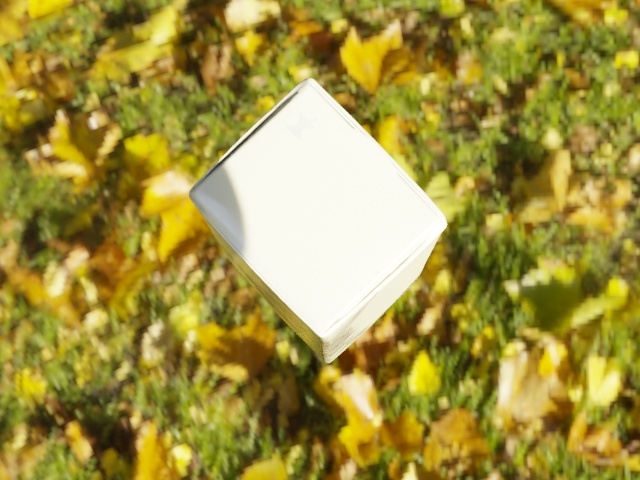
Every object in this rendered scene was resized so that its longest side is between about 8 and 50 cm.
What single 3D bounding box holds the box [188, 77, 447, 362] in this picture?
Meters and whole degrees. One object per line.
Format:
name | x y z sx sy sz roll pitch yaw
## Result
box | 0.000 0.000 0.874 0.094 0.275 0.113 -43 83 -4
